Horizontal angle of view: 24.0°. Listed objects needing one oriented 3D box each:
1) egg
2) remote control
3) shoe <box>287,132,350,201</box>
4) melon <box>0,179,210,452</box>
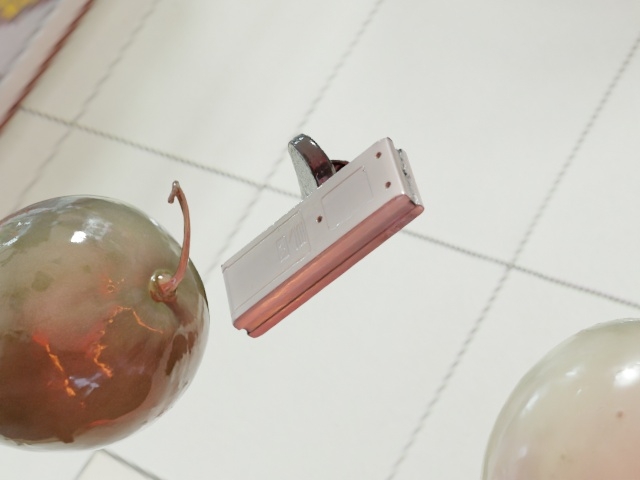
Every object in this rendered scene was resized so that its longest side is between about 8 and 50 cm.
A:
[{"bbox_3d":[0.312,0.249,1.603,0.283,0.283,0.345,18,56,39],"label":"egg"},{"bbox_3d":[0.000,0.000,1.797,0.277,0.055,0.103,-38,42,22],"label":"remote control"},{"bbox_3d":[0.029,-0.068,2.016,0.093,0.241,0.108,-33,57,-9],"label":"shoe"},{"bbox_3d":[-0.248,0.085,1.483,0.308,0.272,0.272,-1,58,49],"label":"melon"}]
